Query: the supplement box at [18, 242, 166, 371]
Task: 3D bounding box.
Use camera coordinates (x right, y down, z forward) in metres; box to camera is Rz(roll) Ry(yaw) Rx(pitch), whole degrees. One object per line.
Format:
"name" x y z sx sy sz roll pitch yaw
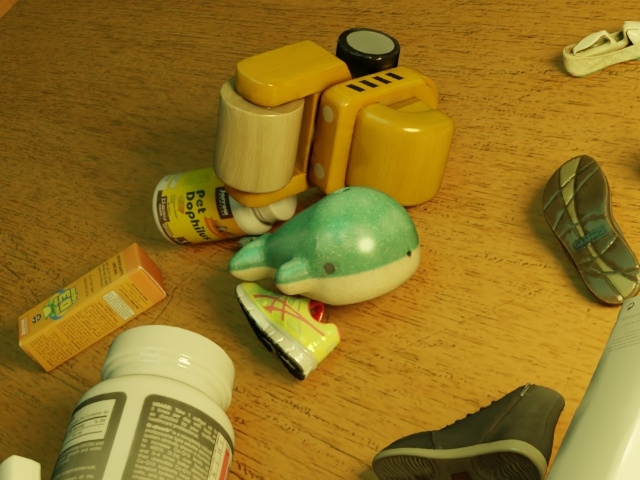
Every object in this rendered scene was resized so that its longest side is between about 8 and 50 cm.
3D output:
"supplement box" -0.362 0.106 1.790 0.233 0.080 0.078 -34 36 6

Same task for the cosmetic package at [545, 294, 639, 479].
"cosmetic package" 0.349 0.254 0.874 0.284 0.377 0.097 -59 12 -24

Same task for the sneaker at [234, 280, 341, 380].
"sneaker" -0.042 0.108 1.558 0.094 0.081 0.208 -35 43 -12

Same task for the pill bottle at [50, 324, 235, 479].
"pill bottle" -0.218 0.295 1.382 0.210 0.210 0.362 -14 43 26

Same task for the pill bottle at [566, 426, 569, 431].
"pill bottle" 0.312 0.238 1.033 0.123 0.219 0.122 -21 40 19

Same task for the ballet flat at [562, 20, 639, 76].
"ballet flat" 0.425 -0.281 1.614 0.168 0.052 0.057 -21 40 18

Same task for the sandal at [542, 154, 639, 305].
"sandal" 0.341 -0.009 1.402 0.090 0.060 0.219 -31 52 16

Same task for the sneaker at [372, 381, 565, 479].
"sneaker" 0.170 0.230 1.280 0.222 0.083 0.118 -12 25 37

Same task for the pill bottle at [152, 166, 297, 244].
"pill bottle" -0.147 -0.059 1.765 0.215 0.117 0.117 -8 46 32

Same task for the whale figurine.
"whale figurine" 0.000 0.000 1.536 0.272 0.141 0.216 1 20 35

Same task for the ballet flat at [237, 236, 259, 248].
"ballet flat" -0.080 0.011 1.708 0.114 0.041 0.041 -9 46 31

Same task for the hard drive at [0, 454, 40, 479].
"hard drive" -0.368 0.439 1.207 0.233 0.047 0.353 -48 36 27

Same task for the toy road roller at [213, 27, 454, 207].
"toy road roller" 0.035 -0.148 1.599 0.330 0.202 0.240 -21 46 -35
